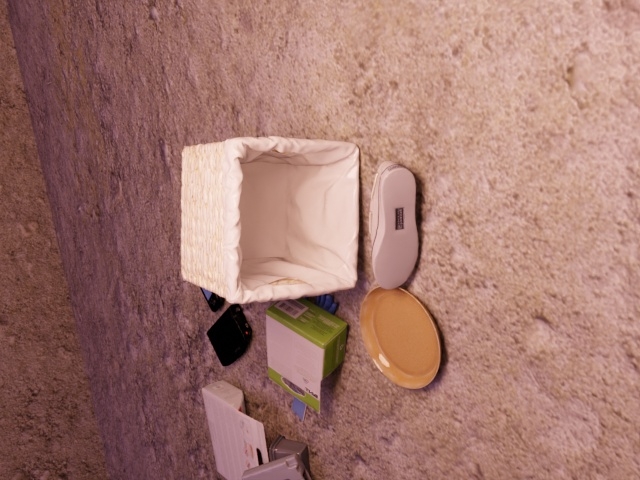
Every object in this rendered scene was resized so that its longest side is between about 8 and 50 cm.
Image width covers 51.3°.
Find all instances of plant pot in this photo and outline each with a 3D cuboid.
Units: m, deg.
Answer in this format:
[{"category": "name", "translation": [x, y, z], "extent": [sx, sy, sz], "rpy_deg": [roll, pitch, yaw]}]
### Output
[{"category": "plant pot", "translation": [0.178, 0.207, 1.458], "extent": [0.236, 0.032, 0.237], "rpy_deg": [24, 123, 44]}]

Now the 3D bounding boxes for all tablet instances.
[{"category": "tablet", "translation": [-0.058, 0.462, 1.873], "extent": [0.054, 0.006, 0.083], "rpy_deg": [38, 130, 37]}]

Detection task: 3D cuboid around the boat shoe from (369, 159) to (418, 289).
[{"category": "boat shoe", "translation": [0.141, -0.033, 1.367], "extent": [0.088, 0.096, 0.268], "rpy_deg": [-119, 22, -63]}]

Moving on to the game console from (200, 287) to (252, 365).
[{"category": "game console", "translation": [-0.331, 0.202, 2.079], "extent": [0.361, 0.043, 0.213], "rpy_deg": [61, 141, 15]}]

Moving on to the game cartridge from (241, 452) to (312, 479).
[{"category": "game cartridge", "translation": [-0.092, 0.754, 1.873], "extent": [0.198, 0.062, 0.297], "rpy_deg": [-22, 99, 20]}]

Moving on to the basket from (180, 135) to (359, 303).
[{"category": "basket", "translation": [-0.116, -0.057, 1.450], "extent": [0.266, 0.328, 0.332], "rpy_deg": [11, 102, 51]}]

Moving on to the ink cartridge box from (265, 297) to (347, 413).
[{"category": "ink cartridge box", "translation": [-0.040, 0.283, 1.685], "extent": [0.188, 0.097, 0.255], "rpy_deg": [28, 134, 29]}]

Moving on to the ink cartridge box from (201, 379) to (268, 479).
[{"category": "ink cartridge box", "translation": [-0.225, 0.631, 2.062], "extent": [0.385, 0.091, 0.308], "rpy_deg": [8, 110, 53]}]

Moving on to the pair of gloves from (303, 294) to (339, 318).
[{"category": "pair of gloves", "translation": [-0.026, 0.155, 1.699], "extent": [0.198, 0.023, 0.159], "rpy_deg": [49, 136, 26]}]

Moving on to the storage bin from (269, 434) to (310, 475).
[{"category": "storage bin", "translation": [-0.080, 0.633, 1.911], "extent": [0.091, 0.098, 0.135], "rpy_deg": [2, 107, 22]}]
